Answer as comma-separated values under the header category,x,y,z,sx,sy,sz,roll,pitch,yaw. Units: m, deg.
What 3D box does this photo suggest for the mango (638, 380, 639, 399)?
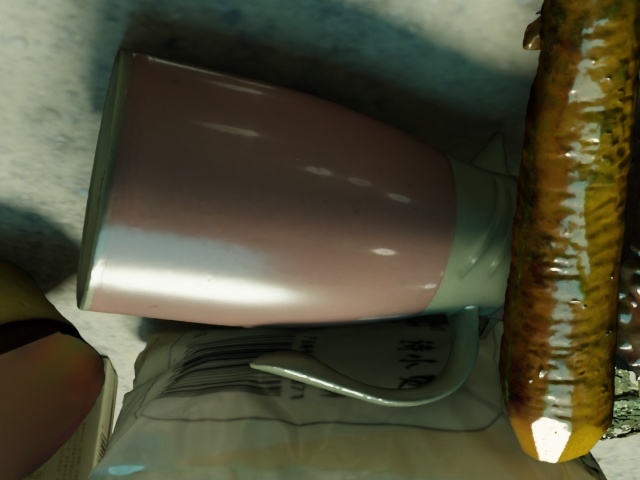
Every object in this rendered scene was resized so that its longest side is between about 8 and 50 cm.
category,x,y,z,sx,sy,sz,roll,pitch,yaw
mango,0.363,0.118,0.883,0.195,0.098,0.137,-1,149,-9

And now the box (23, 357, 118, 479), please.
category,x,y,z,sx,sy,sz,roll,pitch,yaw
box,-0.266,0.206,0.967,0.141,0.201,0.058,0,151,1

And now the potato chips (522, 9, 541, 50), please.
category,x,y,z,sx,sy,sz,roll,pitch,yaw
potato chips,0.202,-0.094,0.571,0.204,0.037,0.026,13,156,-18

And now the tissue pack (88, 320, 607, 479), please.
category,x,y,z,sx,sy,sz,roll,pitch,yaw
tissue pack,0.019,0.146,0.780,0.390,0.195,0.375,-2,-165,5

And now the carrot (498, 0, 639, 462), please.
category,x,y,z,sx,sy,sz,roll,pitch,yaw
carrot,0.127,-0.026,0.541,0.066,0.066,0.314,-1,117,4

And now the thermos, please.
category,x,y,z,sx,sy,sz,roll,pitch,yaw
thermos,0.000,0.000,0.615,0.265,0.176,0.146,11,170,-14

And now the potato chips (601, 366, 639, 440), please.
category,x,y,z,sx,sy,sz,roll,pitch,yaw
potato chips,0.248,0.160,1.030,0.202,0.029,0.220,-5,152,17

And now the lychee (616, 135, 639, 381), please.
category,x,y,z,sx,sy,sz,roll,pitch,yaw
lychee,0.238,0.000,0.631,0.165,0.197,0.165,31,170,6

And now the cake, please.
category,x,y,z,sx,sy,sz,roll,pitch,yaw
cake,-0.290,0.088,0.821,0.207,0.178,0.185,-50,152,16
